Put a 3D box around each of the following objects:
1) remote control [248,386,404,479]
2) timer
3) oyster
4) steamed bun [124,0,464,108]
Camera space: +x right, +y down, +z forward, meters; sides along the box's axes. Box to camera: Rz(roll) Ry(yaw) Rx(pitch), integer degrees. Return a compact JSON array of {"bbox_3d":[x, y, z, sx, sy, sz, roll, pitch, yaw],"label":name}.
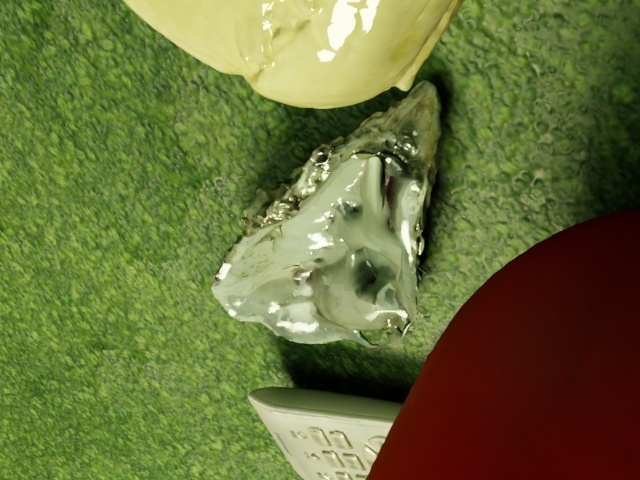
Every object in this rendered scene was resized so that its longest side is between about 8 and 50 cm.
[{"bbox_3d":[0.085,0.163,0.897,0.313,0.055,0.109,1,133,35],"label":"remote control"},{"bbox_3d":[0.156,0.165,0.560,0.279,0.378,0.378,30,141,9],"label":"timer"},{"bbox_3d":[-0.001,0.002,0.782,0.199,0.087,0.252,8,139,24],"label":"oyster"},{"bbox_3d":[-0.024,-0.207,0.539,0.273,0.166,0.232,40,149,14],"label":"steamed bun"}]
